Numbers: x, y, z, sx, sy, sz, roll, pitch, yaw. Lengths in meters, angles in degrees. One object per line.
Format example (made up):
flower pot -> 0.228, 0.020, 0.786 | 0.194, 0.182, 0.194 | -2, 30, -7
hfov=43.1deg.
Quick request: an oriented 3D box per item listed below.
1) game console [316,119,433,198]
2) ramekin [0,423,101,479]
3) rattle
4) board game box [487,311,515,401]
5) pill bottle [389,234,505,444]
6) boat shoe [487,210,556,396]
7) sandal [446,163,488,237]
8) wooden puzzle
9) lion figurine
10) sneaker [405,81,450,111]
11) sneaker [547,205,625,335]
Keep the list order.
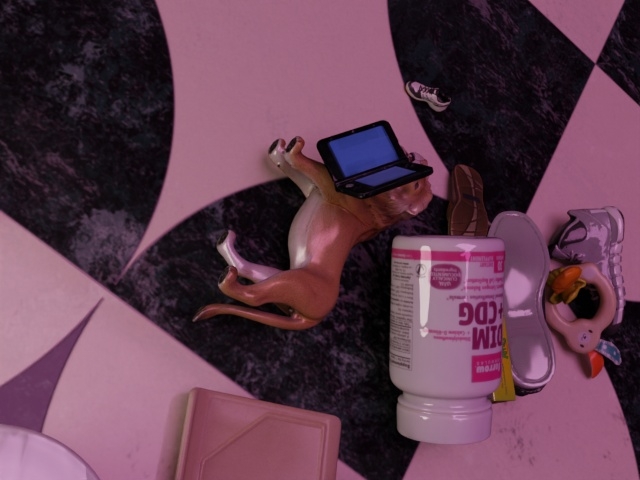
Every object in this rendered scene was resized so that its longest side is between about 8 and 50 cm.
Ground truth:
game console -> 0.074, -0.113, 1.108 | 0.122, 0.107, 0.071 | -21, 112, -23
ramekin -> -0.359, 0.333, 0.850 | 0.273, 0.127, 0.272 | 9, 70, -26
rattle -> 0.446, 0.137, 1.337 | 0.130, 0.143, 0.199 | -12, 86, -8
board game box -> 0.246, 0.162, 1.256 | 0.043, 0.092, 0.181 | 4, 71, -26
pill bottle -> 0.180, 0.135, 1.157 | 0.161, 0.160, 0.282 | 0, 93, -29
boat shoe -> 0.314, 0.101, 1.319 | 0.115, 0.091, 0.302 | 5, 66, 0
sandal -> 0.238, -0.050, 1.354 | 0.072, 0.049, 0.180 | 20, 50, -18
wooden puzzle -> -0.084, 0.322, 1.058 | 0.239, 0.044, 0.220 | 19, 65, -27
lion figurine -> 0.000, 0.000, 1.173 | 0.240, 0.142, 0.392 | 36, 74, -22
sneaker -> 0.188, -0.256, 1.400 | 0.083, 0.037, 0.031 | 24, 65, -18
sneaker -> 0.461, 0.052, 1.431 | 0.132, 0.086, 0.228 | 2, 84, -3
